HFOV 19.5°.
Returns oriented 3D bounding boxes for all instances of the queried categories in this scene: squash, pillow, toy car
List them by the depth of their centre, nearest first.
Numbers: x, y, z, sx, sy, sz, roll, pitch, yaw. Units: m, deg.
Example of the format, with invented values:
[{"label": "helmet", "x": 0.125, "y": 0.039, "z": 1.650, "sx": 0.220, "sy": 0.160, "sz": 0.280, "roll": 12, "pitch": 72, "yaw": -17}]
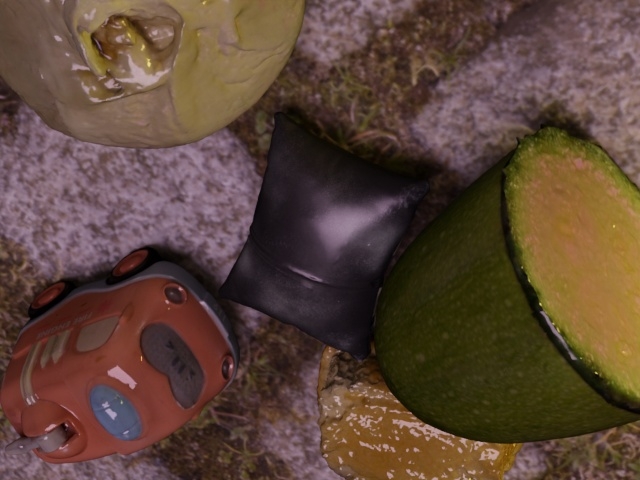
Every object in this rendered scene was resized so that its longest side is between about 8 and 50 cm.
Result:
[{"label": "squash", "x": 0.171, "y": 0.084, "z": 1.885, "sx": 0.309, "sy": 0.310, "sz": 0.310, "roll": -29, "pitch": 112, "yaw": 34}, {"label": "pillow", "x": 0.000, "y": 0.000, "z": 1.995, "sx": 0.186, "sy": 0.106, "sz": 0.250, "roll": 24, "pitch": 125, "yaw": 9}, {"label": "toy car", "x": -0.236, "y": 0.153, "z": 2.109, "sx": 0.270, "sy": 0.212, "sz": 0.180, "roll": -21, "pitch": 116, "yaw": 28}]

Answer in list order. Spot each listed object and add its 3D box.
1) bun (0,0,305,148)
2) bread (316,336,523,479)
[{"label": "bun", "x": -0.189, "y": -0.244, "z": 1.814, "sx": 0.361, "sy": 0.213, "sz": 0.361, "roll": 7, "pitch": 126, "yaw": 9}, {"label": "bread", "x": 0.107, "y": 0.201, "z": 2.094, "sx": 0.245, "sy": 0.121, "sz": 0.174, "roll": 10, "pitch": 119, "yaw": 15}]
